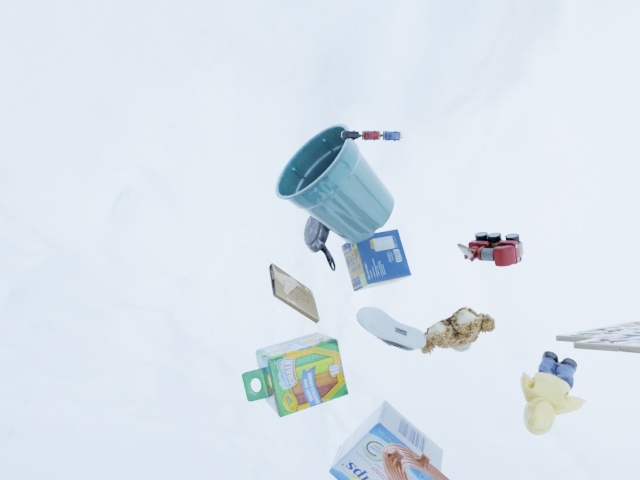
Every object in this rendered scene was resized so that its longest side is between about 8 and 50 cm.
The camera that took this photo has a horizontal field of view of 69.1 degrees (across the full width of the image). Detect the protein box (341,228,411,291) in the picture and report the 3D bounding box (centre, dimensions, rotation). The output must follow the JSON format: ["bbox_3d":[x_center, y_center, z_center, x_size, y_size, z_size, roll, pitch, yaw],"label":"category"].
[{"bbox_3d":[0.220,0.079,1.857,0.201,0.199,0.136,-10,166,-22],"label":"protein box"}]

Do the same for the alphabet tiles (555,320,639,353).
[{"bbox_3d":[0.513,0.125,0.618,0.343,0.011,0.285,0,172,-32],"label":"alphabet tiles"}]

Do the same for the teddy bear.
[{"bbox_3d":[0.426,0.291,1.450,0.245,0.113,0.338,-25,159,-6],"label":"teddy bear"}]

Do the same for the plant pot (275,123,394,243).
[{"bbox_3d":[0.074,-0.184,1.689,0.341,0.341,0.334,-31,124,30],"label":"plant pot"}]

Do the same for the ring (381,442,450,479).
[{"bbox_3d":[0.258,0.520,0.904,0.337,0.336,0.032,36,94,-29],"label":"ring"}]

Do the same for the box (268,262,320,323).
[{"bbox_3d":[-0.089,0.178,1.567,0.021,0.164,0.201,-42,121,16],"label":"box"}]

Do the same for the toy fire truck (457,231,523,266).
[{"bbox_3d":[0.698,0.044,1.954,0.217,0.246,0.158,6,116,48],"label":"toy fire truck"}]

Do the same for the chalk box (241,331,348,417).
[{"bbox_3d":[-0.091,0.414,1.436,0.289,0.180,0.179,-13,-179,-21],"label":"chalk box"}]

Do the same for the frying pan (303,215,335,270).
[{"bbox_3d":[-0.015,0.011,1.937,0.053,0.326,0.197,14,147,-27],"label":"frying pan"}]

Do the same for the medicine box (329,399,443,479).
[{"bbox_3d":[0.226,0.756,1.596,0.263,0.149,0.289,39,110,6],"label":"medicine box"}]

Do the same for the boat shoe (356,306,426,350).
[{"bbox_3d":[0.187,0.257,1.301,0.219,0.077,0.070,28,142,-13],"label":"boat shoe"}]

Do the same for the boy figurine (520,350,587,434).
[{"bbox_3d":[0.665,0.444,1.342,0.177,0.285,0.092,17,127,30],"label":"boy figurine"}]

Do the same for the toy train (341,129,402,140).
[{"bbox_3d":[0.131,-0.266,1.174,0.158,0.036,0.027,0,97,-4],"label":"toy train"}]
